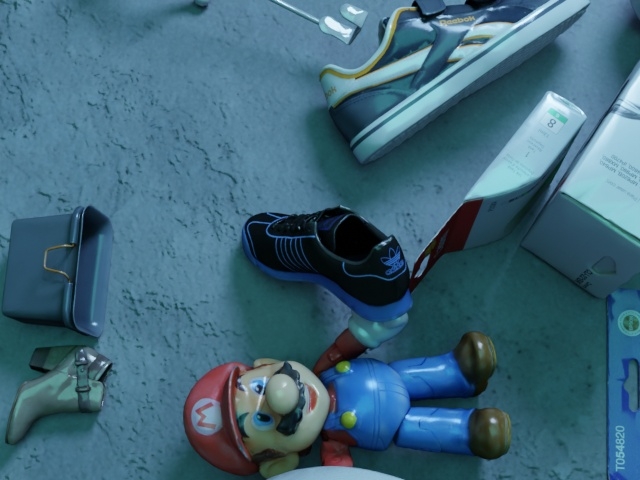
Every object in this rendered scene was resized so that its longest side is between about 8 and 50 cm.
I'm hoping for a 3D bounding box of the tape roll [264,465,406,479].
[{"bbox_3d":[0.027,0.391,0.819,0.392,0.072,0.392,5,102,25],"label":"tape roll"}]

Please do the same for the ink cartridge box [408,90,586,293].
[{"bbox_3d":[0.177,-0.026,0.986,0.056,0.181,0.225,35,77,11],"label":"ink cartridge box"}]

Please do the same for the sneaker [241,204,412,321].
[{"bbox_3d":[0.000,0.000,0.972,0.232,0.090,0.081,23,46,39],"label":"sneaker"}]

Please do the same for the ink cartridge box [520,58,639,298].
[{"bbox_3d":[0.342,-0.094,0.998,0.114,0.197,0.273,33,77,9],"label":"ink cartridge box"}]

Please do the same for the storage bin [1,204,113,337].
[{"bbox_3d":[-0.286,0.033,1.011,0.091,0.098,0.135,-1,75,9],"label":"storage bin"}]

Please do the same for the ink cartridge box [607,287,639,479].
[{"bbox_3d":[0.423,0.159,1.011,0.224,0.045,0.223,4,75,0],"label":"ink cartridge box"}]

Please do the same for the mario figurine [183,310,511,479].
[{"bbox_3d":[0.026,0.161,0.931,0.320,0.198,0.170,-4,116,-9],"label":"mario figurine"}]

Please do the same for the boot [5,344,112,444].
[{"bbox_3d":[-0.272,0.166,0.998,0.087,0.042,0.118,14,76,0],"label":"boot"}]

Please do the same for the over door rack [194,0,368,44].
[{"bbox_3d":[-0.057,-0.381,1.110,0.324,0.108,0.239,22,77,5],"label":"over door rack"}]

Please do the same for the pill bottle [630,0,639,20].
[{"bbox_3d":[0.530,-0.381,1.070,0.210,0.210,0.363,37,78,8],"label":"pill bottle"}]

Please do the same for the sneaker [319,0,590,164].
[{"bbox_3d":[0.147,-0.223,1.065,0.321,0.126,0.127,-33,84,-7],"label":"sneaker"}]
